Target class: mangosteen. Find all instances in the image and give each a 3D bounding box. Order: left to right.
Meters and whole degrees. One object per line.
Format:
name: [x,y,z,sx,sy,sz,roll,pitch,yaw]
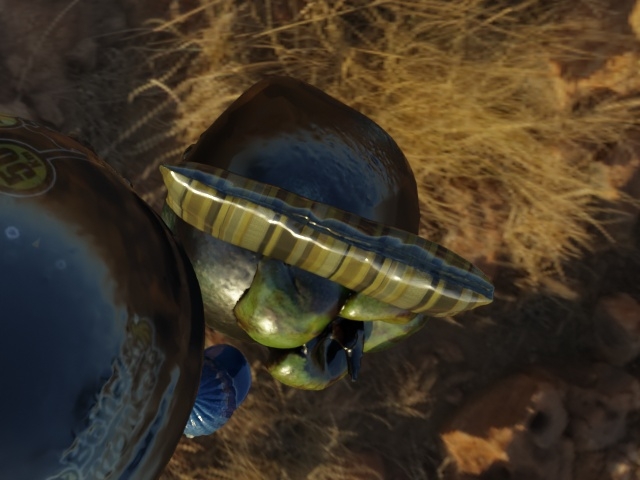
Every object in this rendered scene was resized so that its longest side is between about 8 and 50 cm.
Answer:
mangosteen: [-0.014,-0.003,0.973,0.243,0.243,0.243,-3,100,-18]

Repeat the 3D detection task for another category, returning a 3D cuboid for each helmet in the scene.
helmet: [-0.190,0.049,0.540,0.279,0.230,0.160,-58,149,-26]

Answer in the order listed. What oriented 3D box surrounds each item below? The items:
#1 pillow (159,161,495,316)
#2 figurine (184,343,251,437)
pillow: [0.000,0.000,0.733,0.203,0.113,0.038,22,79,-3]
figurine: [-0.116,0.137,1.065,0.079,0.136,0.077,2,73,-27]
